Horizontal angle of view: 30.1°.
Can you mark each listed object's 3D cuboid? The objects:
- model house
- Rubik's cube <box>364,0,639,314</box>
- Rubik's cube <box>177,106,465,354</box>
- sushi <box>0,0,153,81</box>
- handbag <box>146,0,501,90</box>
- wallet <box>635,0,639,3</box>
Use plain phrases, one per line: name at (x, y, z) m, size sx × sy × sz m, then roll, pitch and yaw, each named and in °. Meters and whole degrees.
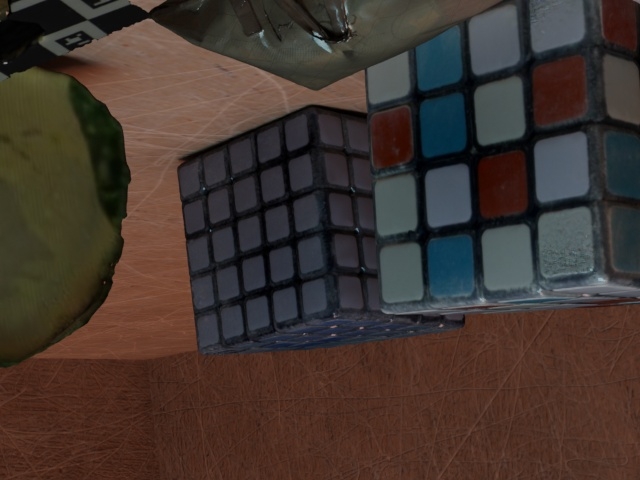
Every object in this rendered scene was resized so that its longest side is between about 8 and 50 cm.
model house at (-0.362, -0.013, 0.984) m, size 0.321 × 0.261 × 0.266 m, roll 9°, pitch 163°, yaw -44°
Rubik's cube at (0.216, -0.066, 1.065) m, size 0.259 × 0.256 × 0.253 m, roll 3°, pitch 171°, yaw -41°
Rubik's cube at (0.000, 0.000, 1.370) m, size 0.237 × 0.238 × 0.237 m, roll 5°, pitch 164°, yaw -44°
sushi at (-0.248, -0.169, 0.775) m, size 0.192 × 0.050 × 0.215 m, roll -18°, pitch 164°, yaw 20°
handbag at (0.023, -0.176, 0.786) m, size 0.182 × 0.117 × 0.270 m, roll 14°, pitch 157°, yaw -43°
wallet at (0.231, -0.217, 0.848) m, size 0.183 × 0.032 × 0.124 m, roll 13°, pitch 160°, yaw -37°
